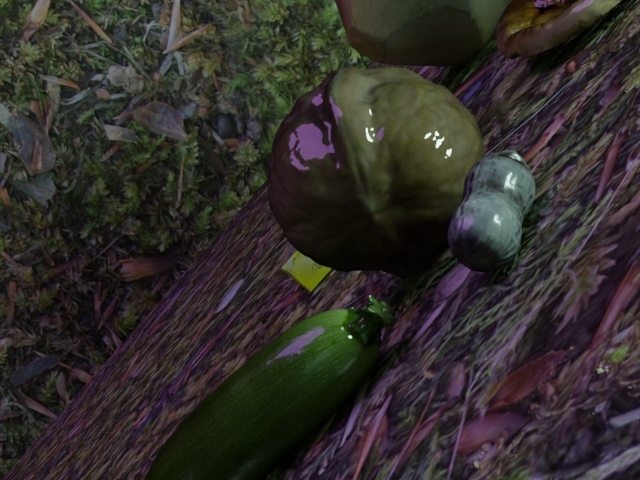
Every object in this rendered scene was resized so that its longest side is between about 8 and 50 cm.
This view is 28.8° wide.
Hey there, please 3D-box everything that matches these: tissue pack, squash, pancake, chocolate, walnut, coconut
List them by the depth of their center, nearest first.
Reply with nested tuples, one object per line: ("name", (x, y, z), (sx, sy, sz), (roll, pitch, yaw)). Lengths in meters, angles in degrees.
("chocolate", (0.168, -0.030, 1.212), (0.072, 0.072, 0.167), (-42, 14, 35))
("squash", (-0.070, 0.190, 1.319), (0.395, 0.107, 0.107), (-44, 10, 23))
("walnut", (0.062, -0.075, 1.387), (0.248, 0.248, 0.248), (-47, 9, 10))
("pancake", (0.367, -0.359, 1.655), (0.356, 0.065, 0.356), (-44, 13, 12))
("tissue pack", (0.000, 0.000, 1.903), (0.095, 0.062, 0.176), (-48, 10, 17))
("coconut", (0.178, -0.445, 2.140), (0.352, 0.352, 0.352), (-47, 9, 10))
